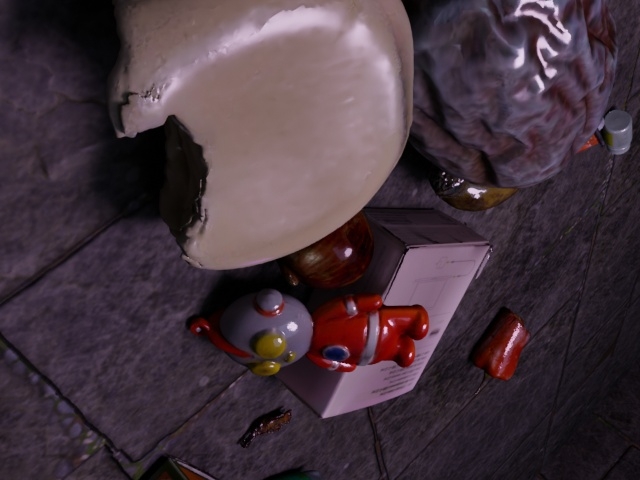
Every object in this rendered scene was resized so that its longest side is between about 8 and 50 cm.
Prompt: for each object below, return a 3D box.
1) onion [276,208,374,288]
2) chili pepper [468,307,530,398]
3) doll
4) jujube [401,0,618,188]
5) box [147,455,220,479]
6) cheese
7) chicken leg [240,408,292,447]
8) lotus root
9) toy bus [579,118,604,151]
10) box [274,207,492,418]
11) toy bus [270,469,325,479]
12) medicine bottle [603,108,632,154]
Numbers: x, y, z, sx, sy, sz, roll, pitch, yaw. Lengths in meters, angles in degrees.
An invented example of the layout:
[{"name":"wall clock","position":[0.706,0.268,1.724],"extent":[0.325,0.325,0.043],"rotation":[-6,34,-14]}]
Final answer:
[{"name":"onion","position":[0.000,0.000,0.735],"extent":[0.118,0.119,0.117],"rotation":[-55,151,4]},{"name":"chili pepper","position":[0.341,0.228,1.410],"extent":[0.086,0.084,0.192],"rotation":[28,97,-25]},{"name":"doll","position":[-0.013,0.096,0.761],"extent":[0.245,0.076,0.142],"rotation":[3,137,-13]},{"name":"jujube","position":[0.156,-0.180,0.667],"extent":[0.226,0.226,0.317],"rotation":[-52,142,-1]},{"name":"box","position":[-0.171,0.389,0.853],"extent":[0.195,0.148,0.177],"rotation":[-46,145,-9]},{"name":"cheese","position":[-0.050,-0.100,0.546],"extent":[0.233,0.127,0.265],"rotation":[-24,136,-22]},{"name":"chicken leg","position":[-0.070,0.245,0.960],"extent":[0.083,0.021,0.036],"rotation":[-23,147,-37]},{"name":"lotus root","position":[0.193,-0.097,0.878],"extent":[0.210,0.120,0.120],"rotation":[-23,137,-43]},{"name":"toy bus","position":[0.264,-0.177,0.849],"extent":[0.077,0.174,0.079],"rotation":[-30,142,22]},{"name":"box","position":[0.082,0.086,0.920],"extent":[0.203,0.106,0.251],"rotation":[-3,122,-51]},{"name":"toy bus","position":[-0.082,0.526,1.066],"extent":[0.200,0.184,0.343],"rotation":[4,117,-50]},{"name":"medicine bottle","position":[0.515,-0.186,1.258],"extent":[0.047,0.047,0.083],"rotation":[-49,148,-5]}]
